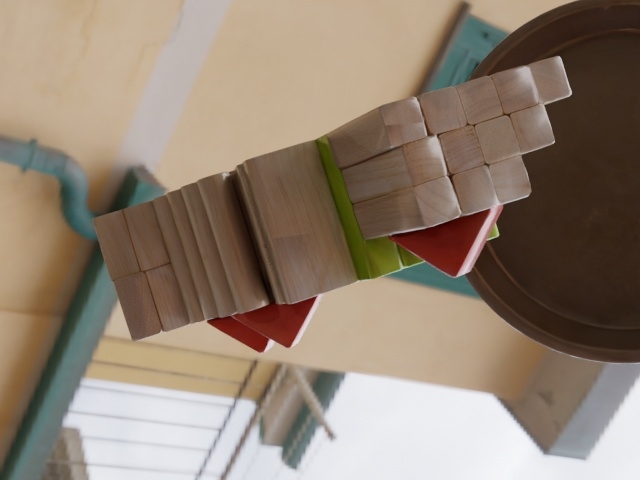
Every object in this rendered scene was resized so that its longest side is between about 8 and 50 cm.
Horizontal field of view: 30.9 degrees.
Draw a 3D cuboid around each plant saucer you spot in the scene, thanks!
[{"bbox_3d":[0.228,-0.047,0.879,0.277,0.041,0.278,0,-92,14],"label":"plant saucer"}]

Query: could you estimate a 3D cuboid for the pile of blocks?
[{"bbox_3d":[0.000,0.000,0.693,0.362,0.149,0.113,-15,-88,46],"label":"pile of blocks"}]
